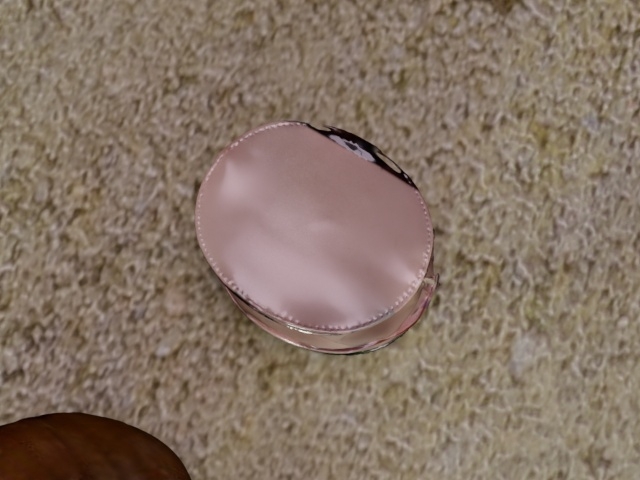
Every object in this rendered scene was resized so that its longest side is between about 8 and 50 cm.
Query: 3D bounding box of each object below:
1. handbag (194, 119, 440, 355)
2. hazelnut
[{"bbox_3d":[0.000,0.001,1.627,0.205,0.116,0.179,30,75,5],"label":"handbag"},{"bbox_3d":[-0.200,0.219,1.514,0.186,0.210,0.210,44,76,4],"label":"hazelnut"}]
